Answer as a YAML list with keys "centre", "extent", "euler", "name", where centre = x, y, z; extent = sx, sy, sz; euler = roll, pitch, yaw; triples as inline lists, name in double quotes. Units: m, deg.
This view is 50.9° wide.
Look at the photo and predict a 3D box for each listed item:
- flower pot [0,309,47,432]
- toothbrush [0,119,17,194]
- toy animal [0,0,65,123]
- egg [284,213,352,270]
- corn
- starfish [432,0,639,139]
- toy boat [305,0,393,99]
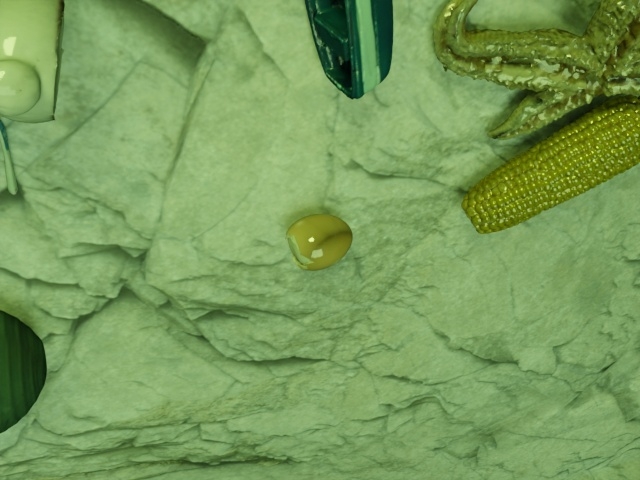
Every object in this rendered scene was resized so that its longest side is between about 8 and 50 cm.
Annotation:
- centre: [-0.483, 0.177, 0.864]
  extent: [0.243, 0.157, 0.189]
  euler: [-4, 138, -19]
  name: "flower pot"
- centre: [-0.346, -0.112, 0.725]
  extent: [0.017, 0.014, 0.162]
  euler: [7, 135, -6]
  name: "toothbrush"
- centre: [-0.312, -0.158, 0.564]
  extent: [0.193, 0.178, 0.127]
  euler: [-1, 132, -27]
  name: "toy animal"
- centre: [0.000, 0.000, 0.958]
  extent: [0.096, 0.080, 0.080]
  euler: [-23, 140, -12]
  name: "egg"
- centre: [0.352, -0.109, 0.989]
  extent: [0.305, 0.106, 0.106]
  euler: [-29, 140, 10]
  name: "corn"
- centre: [0.369, -0.249, 0.803]
  extent: [0.432, 0.082, 0.324]
  euler: [-11, 149, 24]
  name: "starfish"
- centre: [0.022, -0.281, 0.657]
  extent: [0.062, 0.096, 0.299]
  euler: [-26, 139, -13]
  name: "toy boat"
